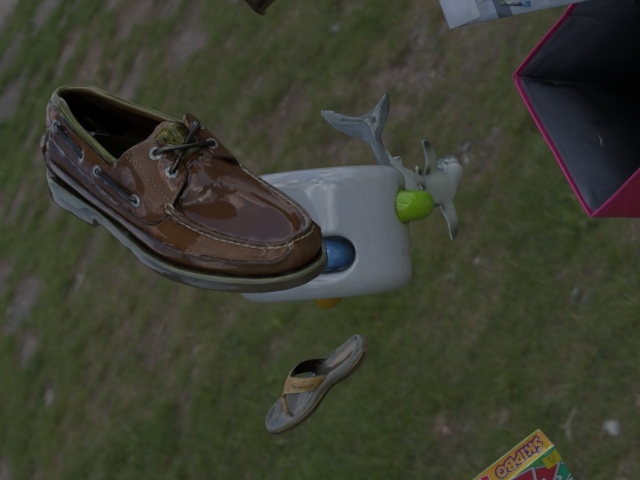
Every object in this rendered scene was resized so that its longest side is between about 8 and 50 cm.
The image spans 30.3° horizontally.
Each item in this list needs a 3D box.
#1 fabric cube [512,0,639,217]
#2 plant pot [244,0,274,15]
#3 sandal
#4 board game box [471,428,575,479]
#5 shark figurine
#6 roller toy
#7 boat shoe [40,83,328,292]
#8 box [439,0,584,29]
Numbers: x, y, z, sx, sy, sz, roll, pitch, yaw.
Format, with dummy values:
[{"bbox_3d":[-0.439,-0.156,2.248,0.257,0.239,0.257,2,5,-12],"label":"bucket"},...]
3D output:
[{"bbox_3d":[0.463,-0.197,1.550,0.259,0.258,0.254,-52,47,41],"label":"fabric cube"},{"bbox_3d":[-0.057,-0.400,1.490,0.165,0.167,0.167,-35,34,12],"label":"plant pot"},{"bbox_3d":[-0.012,0.178,1.531,0.180,0.049,0.072,-44,22,15],"label":"sandal"},{"bbox_3d":[0.228,0.307,1.243,0.124,0.259,0.039,-37,44,-2],"label":"board game box"},{"bbox_3d":[0.109,-0.087,1.720,0.116,0.278,0.166,-17,63,33],"label":"shark figurine"},{"bbox_3d":[0.000,0.000,1.266,0.209,0.191,0.146,-5,90,54],"label":"roller toy"},{"bbox_3d":[-0.128,-0.049,0.992,0.307,0.111,0.104,20,127,30],"label":"boat shoe"},{"bbox_3d":[0.154,-0.238,0.850,0.186,0.145,0.038,-4,31,40],"label":"box"}]
